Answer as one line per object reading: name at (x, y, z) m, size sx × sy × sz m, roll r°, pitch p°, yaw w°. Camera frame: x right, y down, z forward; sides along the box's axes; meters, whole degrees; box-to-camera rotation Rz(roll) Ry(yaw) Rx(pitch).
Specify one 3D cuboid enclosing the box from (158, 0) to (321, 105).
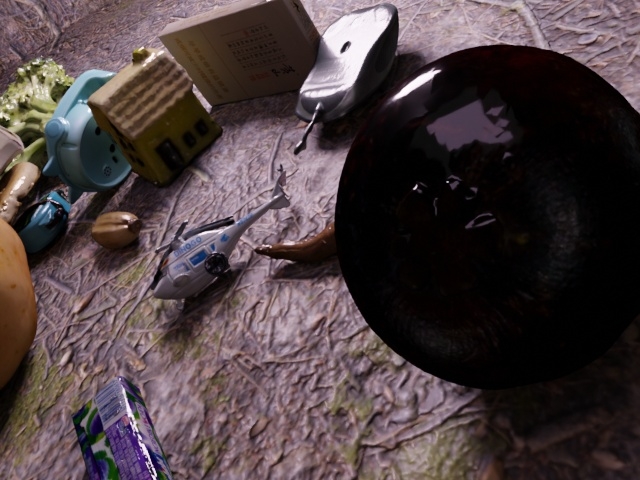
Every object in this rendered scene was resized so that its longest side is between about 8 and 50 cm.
box at (-0.155, -0.392, 1.350) m, size 0.365 × 0.205 × 0.051 m, roll 1°, pitch 50°, yaw 39°

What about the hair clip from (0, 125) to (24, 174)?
hair clip at (-0.809, -0.210, 1.534) m, size 0.282 × 0.113 × 0.173 m, roll 35°, pitch 90°, yaw 17°

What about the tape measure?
tape measure at (-0.623, -0.036, 1.432) m, size 0.146 × 0.081 × 0.125 m, roll -33°, pitch 33°, yaw 14°

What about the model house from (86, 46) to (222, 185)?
model house at (-0.359, -0.268, 1.351) m, size 0.193 × 0.234 × 0.174 m, roll -46°, pitch 38°, yaw -17°

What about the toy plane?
toy plane at (-0.152, 0.002, 1.036) m, size 0.273 × 0.107 × 0.182 m, roll -32°, pitch -11°, yaw -25°

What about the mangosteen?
mangosteen at (0.169, -0.023, 0.620) m, size 0.330 × 0.330 × 0.330 m, roll -22°, pitch 39°, yaw 18°

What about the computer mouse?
computer mouse at (0.045, -0.288, 1.181) m, size 0.167 × 0.090 × 0.379 m, roll 5°, pitch 58°, yaw 42°

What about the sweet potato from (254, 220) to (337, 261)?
sweet potato at (0.000, 0.000, 0.930) m, size 0.214 × 0.050 × 0.050 m, roll -20°, pitch 39°, yaw 27°

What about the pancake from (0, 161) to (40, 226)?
pancake at (-0.738, 0.001, 1.416) m, size 0.382 × 0.071 × 0.382 m, roll -41°, pitch 31°, yaw 31°

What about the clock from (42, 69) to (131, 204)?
clock at (-0.491, -0.213, 1.422) m, size 0.094 × 0.224 × 0.274 m, roll 11°, pitch 62°, yaw 22°

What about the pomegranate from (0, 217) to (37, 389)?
pomegranate at (-0.683, 0.114, 1.053) m, size 0.411 × 0.411 × 0.412 m, roll -22°, pitch 39°, yaw 18°

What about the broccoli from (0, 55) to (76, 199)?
broccoli at (-0.672, -0.319, 1.671) m, size 0.397 × 0.275 × 0.353 m, roll -26°, pitch 81°, yaw 23°

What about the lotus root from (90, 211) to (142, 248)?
lotus root at (-0.399, -0.020, 1.255) m, size 0.150 × 0.062 × 0.073 m, roll -4°, pitch 69°, yaw 37°

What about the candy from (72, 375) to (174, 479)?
candy at (-0.230, 0.286, 0.786) m, size 0.088 × 0.061 × 0.312 m, roll -42°, pitch 36°, yaw -6°
